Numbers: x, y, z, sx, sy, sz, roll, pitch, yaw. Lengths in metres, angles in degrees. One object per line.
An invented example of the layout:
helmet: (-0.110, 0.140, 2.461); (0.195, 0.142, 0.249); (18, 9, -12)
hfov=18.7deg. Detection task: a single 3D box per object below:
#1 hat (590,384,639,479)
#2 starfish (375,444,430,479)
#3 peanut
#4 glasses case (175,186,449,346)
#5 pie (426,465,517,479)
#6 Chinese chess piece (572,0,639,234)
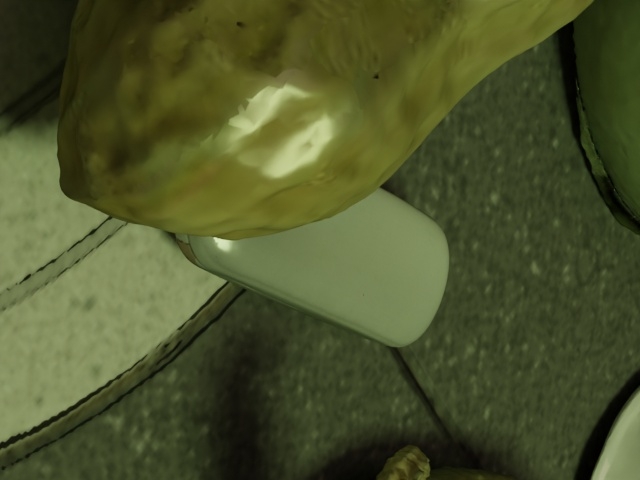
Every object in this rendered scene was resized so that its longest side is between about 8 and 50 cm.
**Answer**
hat: (0.245, 0.162, 1.078); (0.203, 0.126, 0.203); (-18, 114, -48)
starfish: (0.030, 0.247, 0.816); (0.302, 0.060, 0.299); (-46, 127, -30)
peanut: (0.020, -0.110, 0.741); (0.313, 0.152, 0.152); (-39, 126, -32)
glasses case: (0.000, 0.000, 0.828); (0.164, 0.041, 0.063); (25, 80, -47)
pie: (0.044, 0.262, 0.922); (0.339, 0.077, 0.339); (-7, 101, -41)
Chinese chess piece: (0.271, -0.142, 1.012); (0.349, 0.146, 0.349); (-16, 112, -45)
